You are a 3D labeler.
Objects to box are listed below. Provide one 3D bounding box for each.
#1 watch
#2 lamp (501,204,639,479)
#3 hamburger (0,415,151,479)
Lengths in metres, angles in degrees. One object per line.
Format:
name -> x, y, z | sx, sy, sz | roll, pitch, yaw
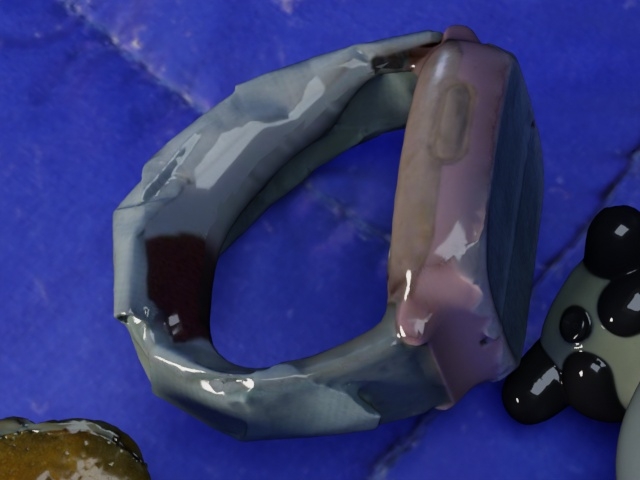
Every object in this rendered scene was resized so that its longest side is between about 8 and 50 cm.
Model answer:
watch -> 0.000, 0.000, 1.174 | 0.241, 0.162, 0.253 | 0, 57, 18
lamp -> 0.239, 0.098, 1.148 | 0.244, 0.198, 0.198 | 36, 70, 27
hamburger -> -0.163, 0.187, 1.117 | 0.185, 0.113, 0.177 | 39, 76, 18
